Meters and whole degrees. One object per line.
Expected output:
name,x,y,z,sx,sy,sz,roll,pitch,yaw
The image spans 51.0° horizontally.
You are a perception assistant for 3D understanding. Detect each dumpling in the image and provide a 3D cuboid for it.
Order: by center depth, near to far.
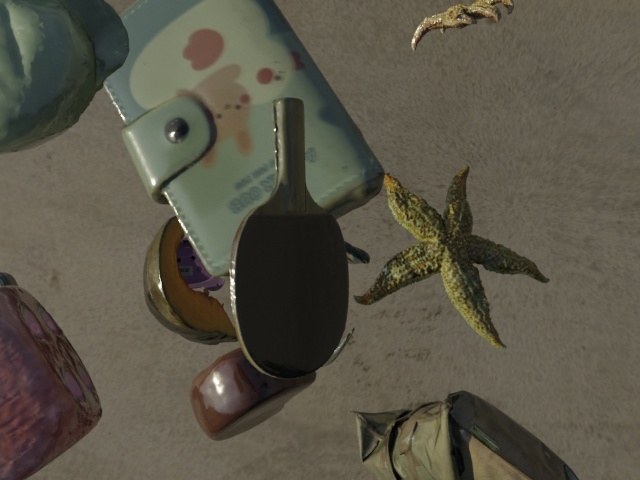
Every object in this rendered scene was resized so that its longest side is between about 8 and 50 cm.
dumpling,-0.281,-0.152,0.609,0.219,0.108,0.152,-35,79,-17

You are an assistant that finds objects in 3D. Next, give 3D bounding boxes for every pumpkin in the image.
pumpkin,-0.263,0.104,1.159,0.130,0.149,0.254,-17,104,25

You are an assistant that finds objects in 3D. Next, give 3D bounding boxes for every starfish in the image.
starfish,0.246,0.008,1.207,0.358,0.078,0.347,6,69,-2
starfish,0.298,-0.480,1.452,0.216,0.238,0.071,-18,103,5

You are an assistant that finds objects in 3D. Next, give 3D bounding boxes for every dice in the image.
dice,-0.180,0.084,0.359,0.094,0.091,0.093,-31,92,-11

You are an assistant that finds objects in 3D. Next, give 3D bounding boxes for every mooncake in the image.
mooncake,-0.178,0.374,1.742,0.334,0.326,0.174,-29,69,-10

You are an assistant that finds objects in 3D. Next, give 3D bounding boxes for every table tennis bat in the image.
table tennis bat,-0.024,-0.002,0.594,0.022,0.138,0.246,-3,90,44

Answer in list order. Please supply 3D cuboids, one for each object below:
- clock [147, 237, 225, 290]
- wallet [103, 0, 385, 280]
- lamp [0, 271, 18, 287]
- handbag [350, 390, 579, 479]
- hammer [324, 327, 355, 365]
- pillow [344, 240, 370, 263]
clock,-0.253,0.050,1.297,0.153,0.050,0.110,-5,80,-7
wallet,-0.113,-0.145,0.795,0.252,0.083,0.360,-33,78,10
lamp,-0.562,0.217,1.070,0.269,0.047,0.266,-28,84,5
handbag,0.127,0.213,0.642,0.182,0.270,0.117,38,68,2
hammer,-0.026,0.047,0.981,0.111,0.033,0.287,-9,100,24
pillow,0.002,0.001,1.528,0.189,0.255,0.034,32,82,-12
